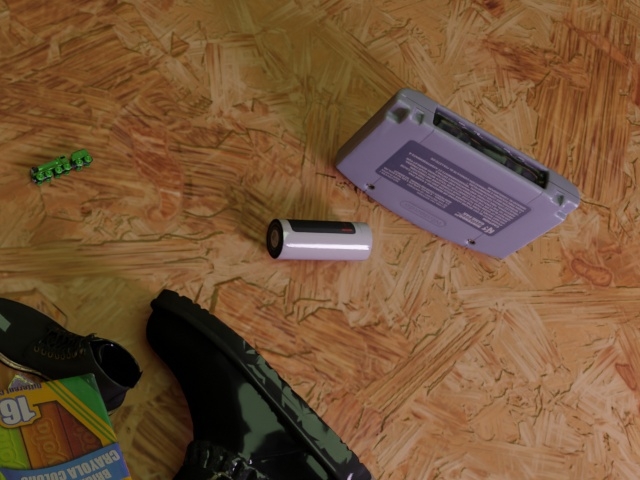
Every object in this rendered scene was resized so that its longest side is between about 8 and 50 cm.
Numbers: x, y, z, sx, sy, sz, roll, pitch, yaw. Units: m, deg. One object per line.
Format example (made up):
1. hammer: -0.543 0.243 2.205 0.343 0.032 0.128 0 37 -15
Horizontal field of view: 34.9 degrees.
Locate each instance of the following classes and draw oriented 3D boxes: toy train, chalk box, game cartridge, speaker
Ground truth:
1. toy train: -0.321 -0.092 1.260 0.083 0.017 0.023 -26 73 -33
2. chalk box: -0.270 0.302 0.966 0.180 0.179 0.289 -8 48 -30
3. game cartridge: 0.180 -0.083 1.408 0.297 0.198 0.062 28 60 -16
4. speaker: 0.000 0.000 1.368 0.136 0.055 0.055 2 69 -27

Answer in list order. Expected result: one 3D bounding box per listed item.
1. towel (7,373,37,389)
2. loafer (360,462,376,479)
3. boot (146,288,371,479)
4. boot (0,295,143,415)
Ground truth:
1. towel: -0.321 0.194 1.138 0.083 0.009 0.060 36 71 -12
2. loafer: 0.037 0.385 1.200 0.092 0.102 0.268 -6 73 -36
3. boot: -0.143 0.244 1.150 0.260 0.131 0.348 -42 72 -14
4. boot: -0.286 0.110 1.122 0.198 0.137 0.077 34 58 -10
